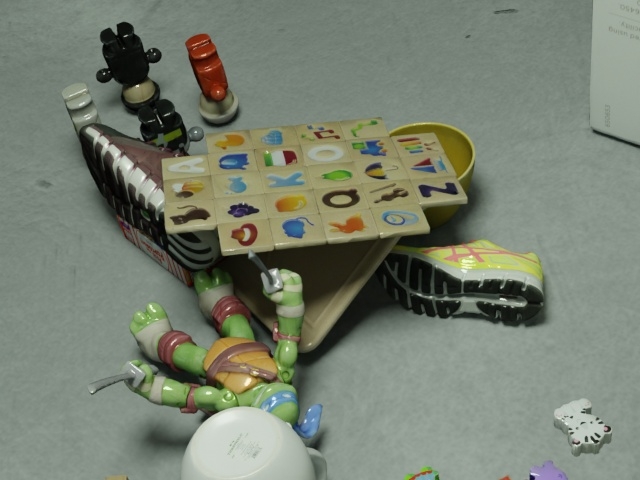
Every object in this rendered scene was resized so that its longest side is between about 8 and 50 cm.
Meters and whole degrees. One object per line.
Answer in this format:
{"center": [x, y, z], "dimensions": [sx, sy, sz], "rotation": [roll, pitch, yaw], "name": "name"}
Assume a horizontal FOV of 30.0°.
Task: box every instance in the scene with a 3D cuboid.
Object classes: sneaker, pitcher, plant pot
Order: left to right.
{"center": [-0.177, -0.082, 1.531], "dimensions": [0.162, 0.106, 0.281], "rotation": [-32, 57, -26], "name": "sneaker"}
{"center": [-0.051, 0.238, 1.154], "dimensions": [0.125, 0.207, 0.177], "rotation": [13, 48, 23], "name": "pitcher"}
{"center": [0.132, -0.072, 1.511], "dimensions": [0.134, 0.095, 0.134], "rotation": [-7, 44, 6], "name": "plant pot"}
{"center": [0.167, 0.037, 1.415], "dimensions": [0.209, 0.081, 0.094], "rotation": [11, 40, 15], "name": "sneaker"}

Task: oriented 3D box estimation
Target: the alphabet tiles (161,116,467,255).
{"center": [-0.014, -0.070, 1.400], "dimensions": [0.343, 0.011, 0.285], "rotation": [-6, 32, -7], "name": "alphabet tiles"}

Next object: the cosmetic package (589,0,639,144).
{"center": [0.577, -0.320, 1.504], "dimensions": [0.329, 0.327, 0.394], "rotation": [24, 53, 32], "name": "cosmetic package"}

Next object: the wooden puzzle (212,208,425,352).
{"center": [0.000, 0.000, 1.448], "dimensions": [0.238, 0.044, 0.221], "rotation": [-49, 43, -1], "name": "wooden puzzle"}

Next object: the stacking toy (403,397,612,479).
{"center": [0.173, 0.252, 1.119], "dimensions": [0.221, 0.167, 0.052], "rotation": [-21, 45, -10], "name": "stacking toy"}

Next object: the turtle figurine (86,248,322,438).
{"center": [-0.124, 0.091, 1.301], "dimensions": [0.197, 0.275, 0.266], "rotation": [-61, 30, 0], "name": "turtle figurine"}

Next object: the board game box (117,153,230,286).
{"center": [-0.147, -0.040, 1.575], "dimensions": [0.193, 0.045, 0.147], "rotation": [-37, 49, -23], "name": "board game box"}

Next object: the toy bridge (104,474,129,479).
{"center": [-0.205, 0.326, 1.199], "dimensions": [0.026, 0.063, 0.188], "rotation": [-8, 42, 4], "name": "toy bridge"}

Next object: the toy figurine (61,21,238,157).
{"center": [-0.240, -0.188, 1.686], "dimensions": [0.213, 0.148, 0.209], "rotation": [10, 54, 19], "name": "toy figurine"}
